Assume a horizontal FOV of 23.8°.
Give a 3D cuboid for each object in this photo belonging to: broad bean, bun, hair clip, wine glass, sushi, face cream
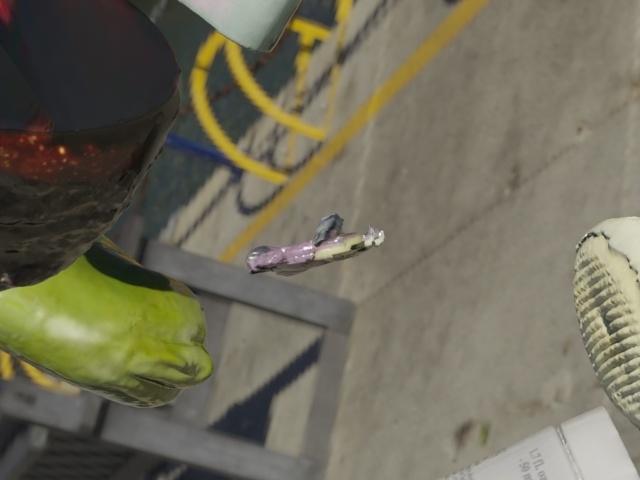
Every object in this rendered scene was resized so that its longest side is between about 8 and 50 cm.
[{"bbox_3d":[-0.228,0.050,1.340,0.119,0.291,0.238,-60,14,11],"label":"broad bean"},{"bbox_3d":[0.419,0.099,1.888,0.287,0.146,0.287,167,90,-79],"label":"bun"},{"bbox_3d":[0.002,0.008,1.741,0.187,0.146,0.056,-41,-65,-78],"label":"hair clip"},{"bbox_3d":[-0.015,-0.177,0.766,0.155,0.073,0.073,-57,20,12],"label":"wine glass"},{"bbox_3d":[-0.182,-0.065,0.713,0.126,0.225,0.136,-46,43,50],"label":"sushi"},{"bbox_3d":[0.175,0.229,1.108,0.153,0.177,0.177,-24,30,6],"label":"face cream"}]
